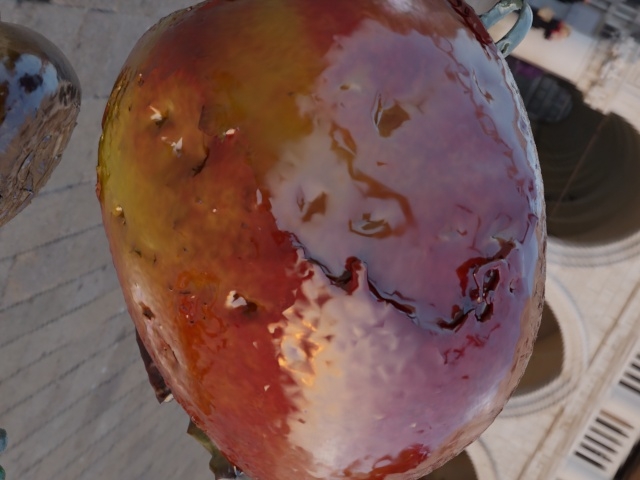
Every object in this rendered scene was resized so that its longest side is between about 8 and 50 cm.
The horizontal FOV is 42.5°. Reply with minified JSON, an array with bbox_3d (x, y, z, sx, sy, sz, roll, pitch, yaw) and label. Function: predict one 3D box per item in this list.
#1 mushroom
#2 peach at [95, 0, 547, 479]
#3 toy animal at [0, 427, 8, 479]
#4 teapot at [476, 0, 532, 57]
[{"bbox_3d":[-0.368,-0.134,0.908,0.297,0.163,0.278,-83,-171,-79],"label":"mushroom"},{"bbox_3d":[0.000,0.000,0.653,0.353,0.339,0.417,-116,-165,-72],"label":"peach"},{"bbox_3d":[-0.301,0.197,0.567,0.138,0.108,0.236,-34,170,11],"label":"toy animal"},{"bbox_3d":[0.139,-0.224,0.973,0.239,0.162,0.149,-13,-139,41],"label":"teapot"}]
